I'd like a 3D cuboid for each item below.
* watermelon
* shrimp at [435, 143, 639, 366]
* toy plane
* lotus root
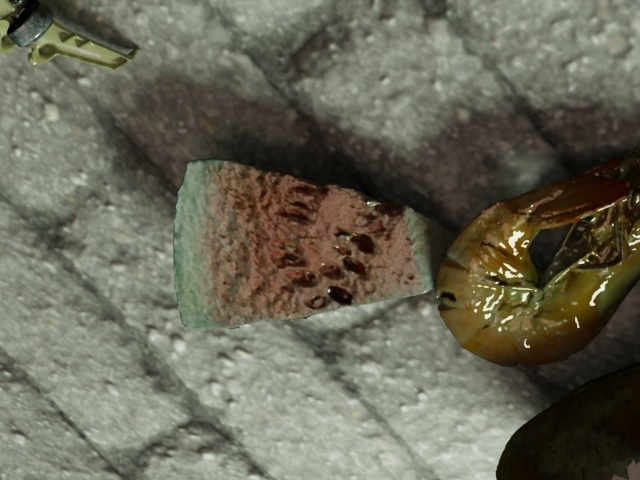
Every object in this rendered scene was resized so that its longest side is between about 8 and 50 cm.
[{"bbox_3d":[0.000,0.000,1.185,0.241,0.094,0.154,6,116,20],"label":"watermelon"},{"bbox_3d":[0.191,0.003,1.092,0.145,0.061,0.267,33,130,-12],"label":"shrimp"},{"bbox_3d":[-0.272,-0.205,1.153,0.256,0.104,0.242,-28,124,31],"label":"toy plane"},{"bbox_3d":[0.262,0.180,1.130,0.275,0.152,0.160,-27,95,35],"label":"lotus root"}]
